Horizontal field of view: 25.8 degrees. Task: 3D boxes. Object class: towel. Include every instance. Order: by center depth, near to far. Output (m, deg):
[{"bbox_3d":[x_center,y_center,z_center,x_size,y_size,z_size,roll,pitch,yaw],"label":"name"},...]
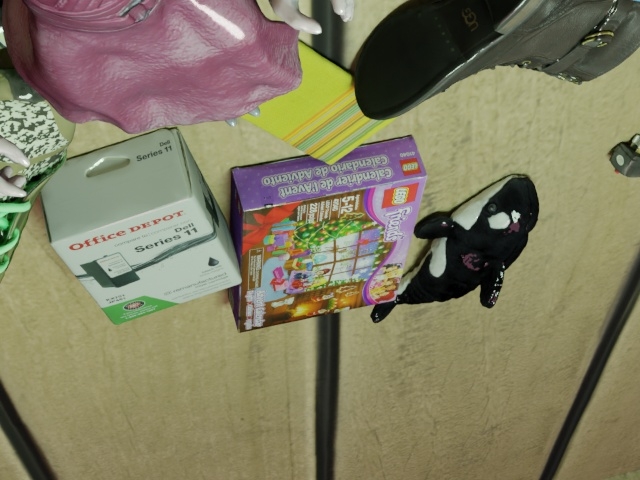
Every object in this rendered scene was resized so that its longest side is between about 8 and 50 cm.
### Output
[{"bbox_3d":[-0.021,-0.141,1.341,0.102,0.021,0.237,-35,147,22],"label":"towel"}]

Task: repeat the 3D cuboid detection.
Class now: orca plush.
[{"bbox_3d":[0.170,0.039,1.690,0.287,0.102,0.151,-35,148,32],"label":"orca plush"}]

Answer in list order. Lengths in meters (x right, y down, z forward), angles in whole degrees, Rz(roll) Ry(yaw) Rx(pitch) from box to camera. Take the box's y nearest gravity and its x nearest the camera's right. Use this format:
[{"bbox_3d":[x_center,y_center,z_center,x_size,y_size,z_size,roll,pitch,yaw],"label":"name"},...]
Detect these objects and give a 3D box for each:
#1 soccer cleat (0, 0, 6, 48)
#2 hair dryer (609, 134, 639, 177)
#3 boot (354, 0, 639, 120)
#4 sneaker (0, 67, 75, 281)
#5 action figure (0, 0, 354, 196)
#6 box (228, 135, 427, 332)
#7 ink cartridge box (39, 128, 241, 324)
[{"bbox_3d":[-0.245,-0.182,1.104,0.179,0.060,0.072,-7,143,-31],"label":"soccer cleat"},{"bbox_3d":[0.506,-0.089,1.620,0.293,0.080,0.223,19,139,-35],"label":"hair dryer"},{"bbox_3d":[0.187,-0.177,1.314,0.263,0.091,0.229,-32,154,35],"label":"boot"},{"bbox_3d":[-0.316,0.002,1.263,0.158,0.182,0.410,2,147,-32],"label":"sneaker"},{"bbox_3d":[-0.127,-0.183,0.846,0.248,0.276,0.370,-20,167,3],"label":"action figure"},{"bbox_3d":[0.000,0.000,1.571,0.200,0.057,0.293,-12,153,-10],"label":"box"},{"bbox_3d":[-0.181,-0.010,1.420,0.153,0.087,0.208,-18,152,3],"label":"ink cartridge box"}]
